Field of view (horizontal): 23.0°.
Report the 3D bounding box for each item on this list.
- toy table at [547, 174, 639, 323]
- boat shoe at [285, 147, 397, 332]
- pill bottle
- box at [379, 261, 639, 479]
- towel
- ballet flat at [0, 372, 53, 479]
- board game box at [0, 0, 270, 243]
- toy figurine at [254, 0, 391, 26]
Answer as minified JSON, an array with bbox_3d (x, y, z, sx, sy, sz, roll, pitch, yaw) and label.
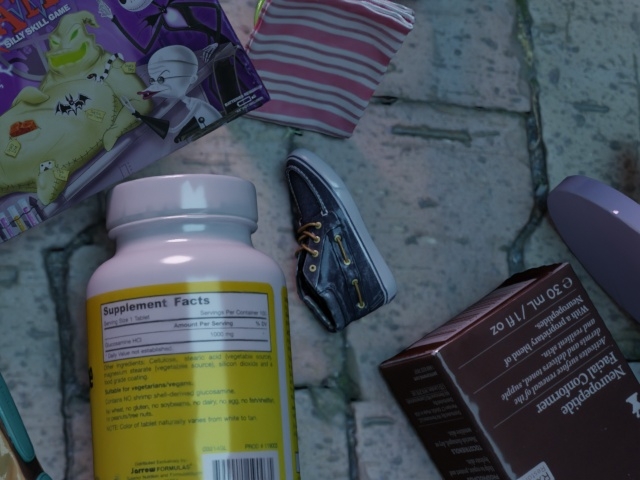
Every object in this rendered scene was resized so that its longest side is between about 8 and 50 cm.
[{"bbox_3d":[0.394,-0.003,1.651,0.161,0.252,0.274,-40,82,-16],"label":"toy table"},{"bbox_3d":[0.000,0.000,1.578,0.083,0.065,0.183,-33,93,-25],"label":"boat shoe"},{"bbox_3d":[-0.119,0.116,1.442,0.188,0.188,0.333,0,79,-22],"label":"pill bottle"},{"bbox_3d":[0.246,0.235,1.591,0.191,0.143,0.381,-32,94,-24],"label":"box"},{"bbox_3d":[-0.005,-0.173,1.548,0.144,0.197,0.029,11,50,-17],"label":"towel"},{"bbox_3d":[-0.281,0.221,1.430,0.073,0.080,0.232,-28,88,4],"label":"ballet flat"},{"bbox_3d":[-0.244,-0.137,1.421,0.347,0.056,0.208,-28,101,1],"label":"board game box"},{"bbox_3d":[0.028,-0.253,1.591,0.130,0.159,0.173,32,69,-13],"label":"toy figurine"}]
